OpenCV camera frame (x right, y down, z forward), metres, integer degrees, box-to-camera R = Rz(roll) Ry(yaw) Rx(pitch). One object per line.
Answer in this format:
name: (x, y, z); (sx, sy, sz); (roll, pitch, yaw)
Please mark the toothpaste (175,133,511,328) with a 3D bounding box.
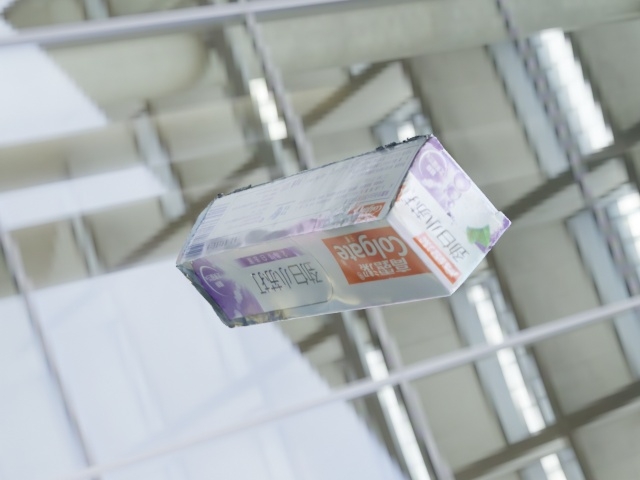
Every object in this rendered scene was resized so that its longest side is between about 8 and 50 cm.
toothpaste: (0.000, 0.000, 0.758); (0.047, 0.040, 0.196); (47, -23, -15)
